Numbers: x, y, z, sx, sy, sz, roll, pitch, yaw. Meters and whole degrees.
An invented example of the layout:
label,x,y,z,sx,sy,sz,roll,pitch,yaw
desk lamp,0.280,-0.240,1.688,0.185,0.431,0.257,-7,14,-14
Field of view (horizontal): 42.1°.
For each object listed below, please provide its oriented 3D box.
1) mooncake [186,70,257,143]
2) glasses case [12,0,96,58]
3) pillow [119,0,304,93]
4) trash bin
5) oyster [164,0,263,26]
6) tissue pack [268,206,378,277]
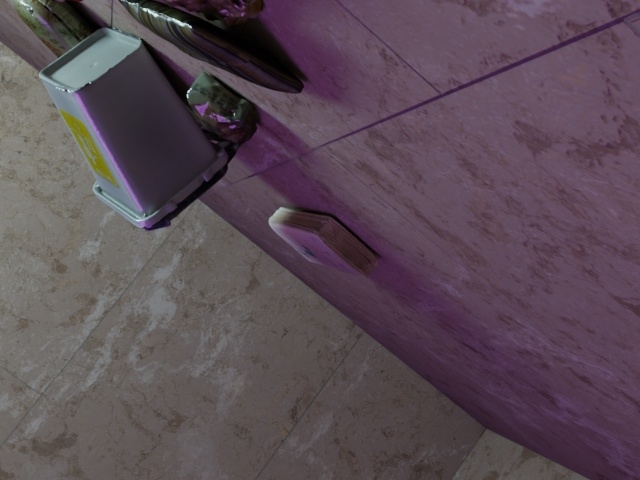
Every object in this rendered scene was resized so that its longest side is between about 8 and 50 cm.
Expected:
label,x,y,z,sx,sy,sz,roll,pitch,yaw
mooncake,-0.176,-0.229,1.506,0.125,0.073,0.130,34,172,10
glasses case,-0.502,-0.398,1.817,0.156,0.098,0.425,37,173,36
pillow,-0.153,-0.271,1.151,0.208,0.052,0.212,19,-170,-46
trash bin,-0.373,-0.245,1.724,0.256,0.296,0.368,31,155,44
oyster,-0.161,-0.320,0.977,0.223,0.083,0.214,35,176,-30
tissue pack,0.000,0.000,1.982,0.170,0.071,0.325,43,169,-21
